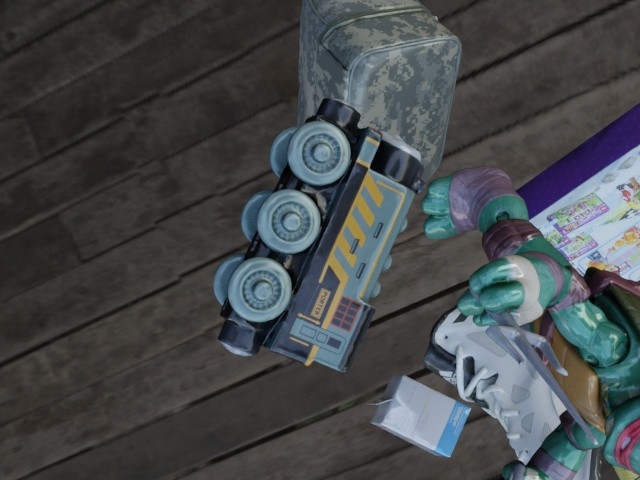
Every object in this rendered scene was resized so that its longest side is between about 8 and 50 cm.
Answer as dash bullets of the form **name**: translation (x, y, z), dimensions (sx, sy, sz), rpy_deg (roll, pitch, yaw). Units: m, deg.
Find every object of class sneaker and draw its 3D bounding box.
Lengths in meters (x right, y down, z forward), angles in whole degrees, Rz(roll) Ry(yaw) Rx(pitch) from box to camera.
- **sneaker**: translation (0.265, 0.249, 1.572), dimensions (0.258, 0.169, 0.447), rpy_deg (4, 53, 12)

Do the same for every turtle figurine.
- **turtle figurine**: translation (0.121, 0.061, 0.566), dimensions (0.118, 0.234, 0.175), rpy_deg (-10, 121, -6)

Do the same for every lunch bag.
- **lunch bag**: translation (0.063, -0.254, 1.760), dimensions (0.256, 0.213, 0.305), rpy_deg (50, 148, 39)

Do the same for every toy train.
- **toy train**: translation (0.000, 0.000, 1.363), dimensions (0.190, 0.142, 0.334), rpy_deg (25, 84, -15)

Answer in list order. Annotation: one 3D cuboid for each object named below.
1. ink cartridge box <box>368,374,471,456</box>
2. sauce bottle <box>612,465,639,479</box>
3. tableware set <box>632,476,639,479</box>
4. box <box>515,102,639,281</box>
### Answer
- **ink cartridge box**: translation (0.154, 0.281, 1.821), dimensions (0.143, 0.092, 0.090), rpy_deg (27, 79, -5)
- **sauce bottle**: translation (0.467, 0.259, 1.739), dimensions (0.111, 0.111, 0.344), rpy_deg (-28, 87, 14)
- **tableware set**: translation (0.438, 0.249, 1.226), dimensions (0.194, 0.039, 0.128), rpy_deg (4, 120, 24)
- **box**: translation (0.312, -0.028, 0.951), dimensions (0.293, 0.057, 0.201), rpy_deg (-36, 118, 24)
